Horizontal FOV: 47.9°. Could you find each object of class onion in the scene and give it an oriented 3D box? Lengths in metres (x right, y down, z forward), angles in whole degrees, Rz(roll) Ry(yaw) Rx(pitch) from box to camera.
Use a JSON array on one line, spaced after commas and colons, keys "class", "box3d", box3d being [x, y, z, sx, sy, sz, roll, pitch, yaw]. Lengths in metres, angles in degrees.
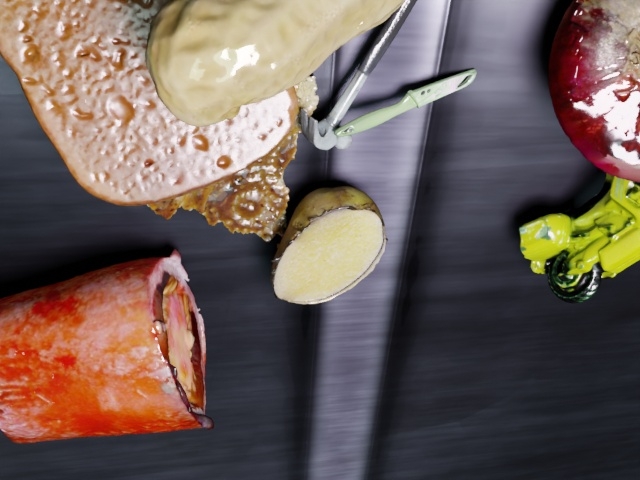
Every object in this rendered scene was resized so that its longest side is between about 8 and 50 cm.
[{"class": "onion", "box3d": [0.410, -0.205, 0.869, 0.272, 0.195, 0.272, 2, 103, 10]}]

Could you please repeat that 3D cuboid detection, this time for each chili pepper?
[{"class": "chili pepper", "box3d": [-0.310, 0.163, 0.959, 0.305, 0.229, 0.251, -12, 149, -6]}]

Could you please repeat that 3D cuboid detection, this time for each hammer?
[{"class": "hammer", "box3d": [0.056, -0.212, 0.846, 0.103, 0.029, 0.246, -6, 134, -55]}]

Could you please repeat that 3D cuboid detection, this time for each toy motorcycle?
[{"class": "toy motorcycle", "box3d": [0.427, -0.060, 1.005, 0.142, 0.206, 0.342, 22, 136, -28]}]

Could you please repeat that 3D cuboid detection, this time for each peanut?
[{"class": "peanut", "box3d": [-0.035, -0.231, 0.699, 0.313, 0.152, 0.152, -40, 133, -12]}]

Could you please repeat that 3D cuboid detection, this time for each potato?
[{"class": "potato", "box3d": [0.000, 0.000, 1.001, 0.164, 0.081, 0.200, 3, 133, -30]}]

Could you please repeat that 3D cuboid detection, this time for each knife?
[{"class": "knife", "box3d": [0.107, -0.171, 0.891, 0.207, 0.014, 0.030, -25, 140, -15]}]

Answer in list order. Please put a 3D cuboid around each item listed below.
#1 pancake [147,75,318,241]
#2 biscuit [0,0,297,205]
[{"class": "pancake", "box3d": [-0.090, -0.081, 0.918, 0.266, 0.057, 0.244, -27, 133, 7]}, {"class": "biscuit", "box3d": [-0.181, -0.181, 0.777, 0.262, 0.052, 0.277, -27, 113, 0]}]
